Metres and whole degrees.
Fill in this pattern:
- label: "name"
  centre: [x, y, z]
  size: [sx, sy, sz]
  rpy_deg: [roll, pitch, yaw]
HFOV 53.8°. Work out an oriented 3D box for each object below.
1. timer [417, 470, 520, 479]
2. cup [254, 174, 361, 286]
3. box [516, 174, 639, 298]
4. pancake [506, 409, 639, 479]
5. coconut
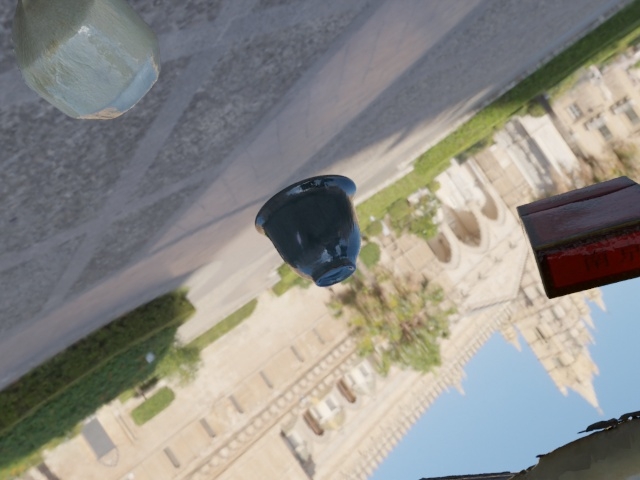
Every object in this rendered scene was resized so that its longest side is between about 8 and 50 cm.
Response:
- label: "timer"
  centre: [0.214, 0.423, 0.903]
  size: [0.253, 0.078, 0.178]
  rpy_deg: [-25, -150, 41]
- label: "cup"
  centre: [0.000, 0.000, 1.122]
  size: [0.199, 0.150, 0.199]
  rpy_deg: [-20, 158, -9]
- label: "box"
  centre: [0.330, -0.012, 0.772]
  size: [0.153, 0.074, 0.240]
  rpy_deg: [-21, -172, 17]
- label: "pancake"
  centre: [0.334, 0.222, 0.566]
  size: [0.381, 0.071, 0.382]
  rpy_deg: [-5, 145, -3]
- label: "coconut"
  centre: [-0.433, -0.358, 1.147]
  size: [0.244, 0.247, 0.245]
  rpy_deg: [-23, -138, 23]
